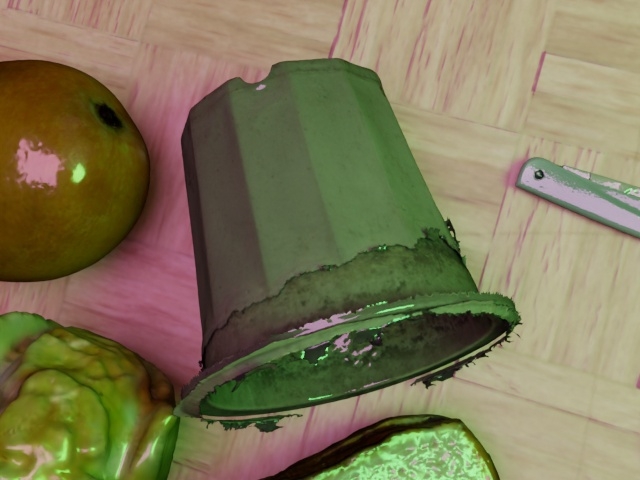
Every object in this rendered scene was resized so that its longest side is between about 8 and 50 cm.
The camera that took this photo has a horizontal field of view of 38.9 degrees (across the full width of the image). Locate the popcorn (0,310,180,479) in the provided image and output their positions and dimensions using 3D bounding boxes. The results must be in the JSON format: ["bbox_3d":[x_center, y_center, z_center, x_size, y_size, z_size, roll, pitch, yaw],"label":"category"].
[{"bbox_3d":[-0.249,0.206,0.792,0.225,0.276,0.276,26,91,14],"label":"popcorn"}]

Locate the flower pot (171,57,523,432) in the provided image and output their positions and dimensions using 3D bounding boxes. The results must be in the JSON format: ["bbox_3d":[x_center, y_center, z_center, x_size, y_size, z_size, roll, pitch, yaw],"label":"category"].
[{"bbox_3d":[0.000,0.000,0.760,0.290,0.290,0.259,-17,70,10],"label":"flower pot"}]

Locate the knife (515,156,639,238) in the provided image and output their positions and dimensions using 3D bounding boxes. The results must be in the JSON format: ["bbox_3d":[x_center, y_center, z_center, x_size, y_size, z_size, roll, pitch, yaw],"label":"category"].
[{"bbox_3d":[0.258,-0.037,0.819,0.162,0.023,0.044,24,92,12],"label":"knife"}]

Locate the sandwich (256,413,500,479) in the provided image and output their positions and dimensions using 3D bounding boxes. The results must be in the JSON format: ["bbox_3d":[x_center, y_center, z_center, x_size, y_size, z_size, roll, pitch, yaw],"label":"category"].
[{"bbox_3d":[0.064,0.298,0.762,0.249,0.095,0.273,-22,80,-12],"label":"sandwich"}]

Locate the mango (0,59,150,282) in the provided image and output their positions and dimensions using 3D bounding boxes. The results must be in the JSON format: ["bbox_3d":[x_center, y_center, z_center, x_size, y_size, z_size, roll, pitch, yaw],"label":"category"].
[{"bbox_3d":[-0.312,-0.061,0.871,0.317,0.173,0.211,-8,90,23],"label":"mango"}]
